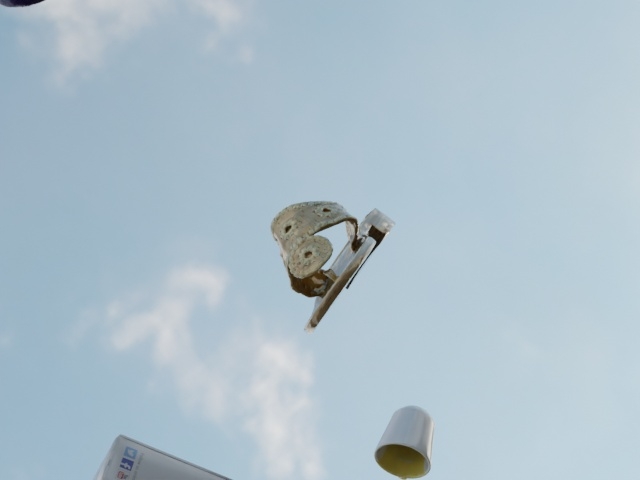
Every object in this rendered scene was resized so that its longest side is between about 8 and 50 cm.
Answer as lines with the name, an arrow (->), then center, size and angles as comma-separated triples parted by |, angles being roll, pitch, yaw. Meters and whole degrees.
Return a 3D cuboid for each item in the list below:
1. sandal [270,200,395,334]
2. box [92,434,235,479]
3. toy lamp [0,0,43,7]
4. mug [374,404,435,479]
sandal -> -0.004, 0.005, 1.374 | 0.088, 0.079, 0.240 | -54, -2, 16
box -> -0.066, 0.301, 1.507 | 0.322, 0.058, 0.232 | 24, -42, -8
toy lamp -> -0.220, -0.253, 1.021 | 0.080, 0.080, 0.274 | -36, -35, -8
mug -> 0.091, 0.215, 1.878 | 0.062, 0.064, 0.078 | 32, -42, -15
